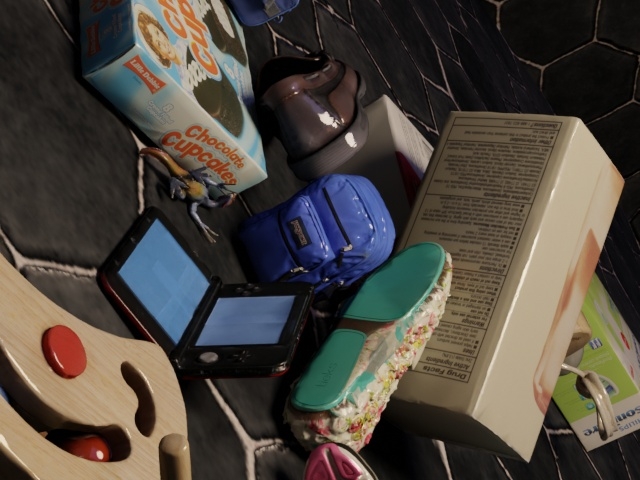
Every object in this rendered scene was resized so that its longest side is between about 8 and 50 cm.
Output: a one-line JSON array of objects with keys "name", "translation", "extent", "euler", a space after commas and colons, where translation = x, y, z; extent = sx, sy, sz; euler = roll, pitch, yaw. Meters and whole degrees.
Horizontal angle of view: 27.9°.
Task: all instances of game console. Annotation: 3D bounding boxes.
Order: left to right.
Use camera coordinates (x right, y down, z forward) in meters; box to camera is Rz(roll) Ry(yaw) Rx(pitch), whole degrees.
[{"name": "game console", "translation": [-0.077, 0.033, 0.937], "extent": [0.144, 0.124, 0.085], "euler": [-69, 155, -66]}]

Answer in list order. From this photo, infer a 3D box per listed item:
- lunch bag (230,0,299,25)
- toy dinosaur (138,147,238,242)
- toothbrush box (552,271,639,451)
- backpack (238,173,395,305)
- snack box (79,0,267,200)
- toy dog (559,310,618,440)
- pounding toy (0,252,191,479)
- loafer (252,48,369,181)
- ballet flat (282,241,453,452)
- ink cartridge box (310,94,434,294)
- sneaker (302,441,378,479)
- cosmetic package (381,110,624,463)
[{"name": "lunch bag", "translation": [-0.060, -0.251, 1.217], "extent": [0.098, 0.067, 0.065], "euler": [59, 17, -22]}, {"name": "toy dinosaur", "translation": [-0.099, -0.047, 1.058], "extent": [0.090, 0.047, 0.082], "euler": [52, 0, 4]}, {"name": "toothbrush box", "translation": [0.374, 0.133, 1.910], "extent": [0.283, 0.122, 0.206], "euler": [57, 19, -18]}, {"name": "backpack", "translation": [0.000, 0.000, 1.119], "extent": [0.098, 0.120, 0.101], "euler": [65, 19, 7]}, {"name": "snack box", "translation": [-0.137, -0.206, 1.145], "extent": [0.187, 0.060, 0.322], "euler": [44, 25, -44]}, {"name": "toy dog", "translation": [0.253, 0.119, 1.638], "extent": [0.220, 0.161, 0.334], "euler": [-103, 171, -46]}, {"name": "pounding toy", "translation": [-0.120, 0.074, 0.644], "extent": [0.269, 0.154, 0.154], "euler": [54, 24, -20]}, {"name": "loafer", "translation": [-0.018, -0.147, 1.244], "extent": [0.095, 0.109, 0.302], "euler": [53, 7, -19]}, {"name": "ballet flat", "translation": [0.044, 0.097, 1.089], "extent": [0.241, 0.091, 0.077], "euler": [-48, 132, -39]}, {"name": "ink cartridge box", "translation": [0.111, 0.005, 1.411], "extent": [0.273, 0.114, 0.197], "euler": [42, 27, -42]}, {"name": "sneaker", "translation": [0.036, 0.213, 1.006], "extent": [0.170, 0.063, 0.075], "euler": [58, 19, -26]}, {"name": "cosmetic package", "translation": [0.157, 0.038, 1.201], "extent": [0.129, 0.153, 0.296], "euler": [41, 66, -46]}]
